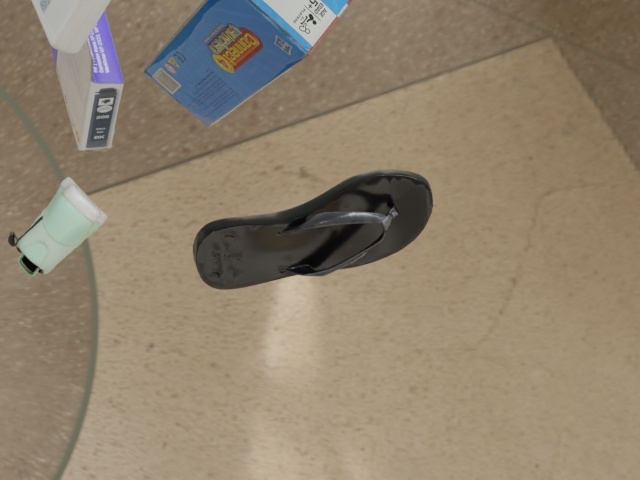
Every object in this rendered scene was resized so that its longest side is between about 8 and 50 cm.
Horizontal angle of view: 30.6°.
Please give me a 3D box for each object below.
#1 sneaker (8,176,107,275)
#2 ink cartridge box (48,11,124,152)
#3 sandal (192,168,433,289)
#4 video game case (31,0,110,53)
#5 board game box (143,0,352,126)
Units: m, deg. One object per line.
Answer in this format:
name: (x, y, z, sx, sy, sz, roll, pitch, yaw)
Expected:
sneaker: (-0.423, -0.018, 1.860, 0.151, 0.256, 0.094, -45, 97, -4)
ink cartridge box: (-0.256, -0.230, 1.246, 0.045, 0.208, 0.206, -12, 72, -19)
sandal: (0.000, 0.001, 1.190, 0.254, 0.054, 0.097, -18, 119, -8)
video game case: (-0.164, -0.280, 0.818, 0.026, 0.206, 0.227, 10, 41, -43)
board game box: (-0.005, -0.264, 1.036, 0.086, 0.308, 0.302, 40, 74, -12)
